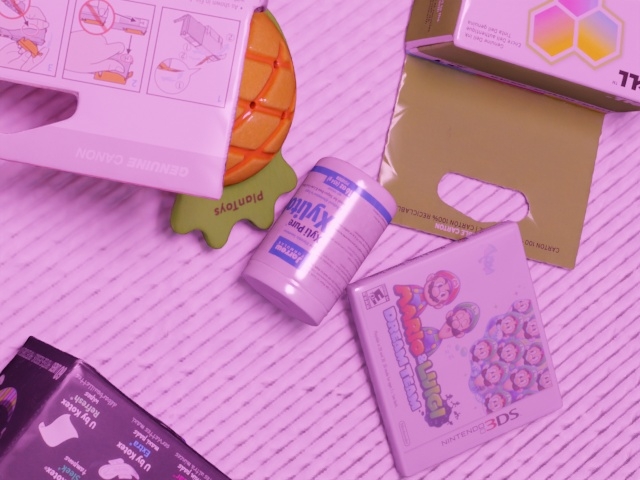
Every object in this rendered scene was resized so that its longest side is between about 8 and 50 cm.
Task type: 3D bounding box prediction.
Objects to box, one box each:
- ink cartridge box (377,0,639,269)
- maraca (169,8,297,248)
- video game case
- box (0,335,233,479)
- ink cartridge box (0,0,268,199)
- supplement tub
[{"bbox_3d":[0.162,-0.120,1.260,0.189,0.097,0.255,14,86,-21],"label":"ink cartridge box"},{"bbox_3d":[-0.069,-0.085,1.177,0.127,0.099,0.185,-21,117,-26],"label":"maraca"},{"bbox_3d":[0.103,0.081,1.272,0.143,0.019,0.157,-21,107,-18],"label":"video game case"},{"bbox_3d":[-0.205,0.214,1.095,0.143,0.165,0.270,41,77,-17],"label":"box"},{"bbox_3d":[-0.180,-0.181,1.095,0.296,0.066,0.261,11,95,2],"label":"ink cartridge box"},{"bbox_3d":[0.000,0.000,1.216,0.071,0.071,0.107,38,78,-17],"label":"supplement tub"}]
